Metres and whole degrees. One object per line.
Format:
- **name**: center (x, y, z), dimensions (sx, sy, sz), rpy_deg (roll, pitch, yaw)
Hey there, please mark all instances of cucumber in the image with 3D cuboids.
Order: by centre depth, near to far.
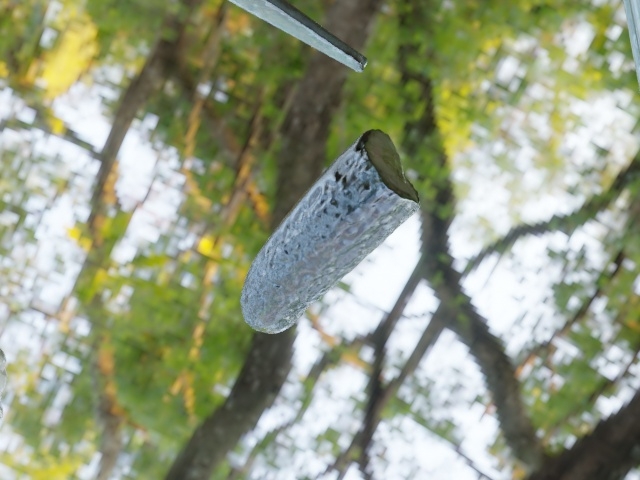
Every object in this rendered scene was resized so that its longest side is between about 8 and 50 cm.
- **cucumber**: center (0.001, 0.001, 1.411), dimensions (0.074, 0.241, 0.074), rpy_deg (20, -131, -24)

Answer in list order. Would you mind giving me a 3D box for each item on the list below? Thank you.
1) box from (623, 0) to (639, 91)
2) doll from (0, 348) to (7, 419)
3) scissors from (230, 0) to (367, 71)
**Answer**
- **box**: center (0.322, -0.231, 1.353), dimensions (0.182, 0.312, 0.175), rpy_deg (-10, 178, 7)
- **doll**: center (-0.330, 0.066, 1.266), dimensions (0.293, 0.138, 0.119), rpy_deg (38, 166, 28)
- **scissors**: center (-0.156, -0.208, 0.955), dimensions (0.447, 0.029, 0.192), rpy_deg (30, 162, -20)
